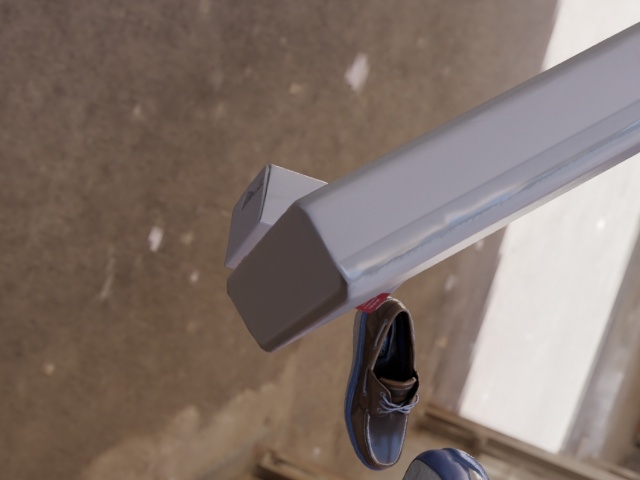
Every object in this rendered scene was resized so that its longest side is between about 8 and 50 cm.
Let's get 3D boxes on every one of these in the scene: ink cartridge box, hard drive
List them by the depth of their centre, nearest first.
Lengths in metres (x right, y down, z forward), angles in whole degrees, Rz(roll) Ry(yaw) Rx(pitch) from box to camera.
[{"bbox_3d":[0.132,-0.058,0.729,0.353,0.047,0.233,-28,176,-14],"label":"hard drive"},{"bbox_3d":[0.000,0.000,1.405,0.109,0.150,0.063,131,-27,-59],"label":"ink cartridge box"}]

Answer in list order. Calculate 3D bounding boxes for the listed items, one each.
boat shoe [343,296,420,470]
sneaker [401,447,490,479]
[{"bbox_3d":[0.066,0.150,1.607,0.066,0.066,0.183,-5,97,-25],"label":"boat shoe"},{"bbox_3d":[0.036,0.264,1.098,0.112,0.131,0.296,-52,-163,55],"label":"sneaker"}]
